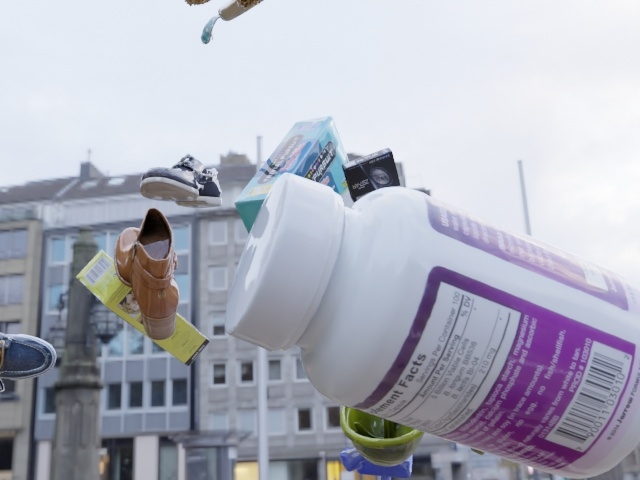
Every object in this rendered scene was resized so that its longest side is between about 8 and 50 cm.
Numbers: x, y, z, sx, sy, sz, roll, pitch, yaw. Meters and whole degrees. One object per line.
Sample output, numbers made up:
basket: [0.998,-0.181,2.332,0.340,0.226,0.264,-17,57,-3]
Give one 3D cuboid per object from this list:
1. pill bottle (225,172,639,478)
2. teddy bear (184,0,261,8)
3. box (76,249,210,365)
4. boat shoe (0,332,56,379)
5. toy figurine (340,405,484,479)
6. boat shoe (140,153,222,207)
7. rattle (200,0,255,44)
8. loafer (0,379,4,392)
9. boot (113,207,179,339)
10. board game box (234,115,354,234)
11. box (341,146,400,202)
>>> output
pill bottle: [0.089,0.059,0.617,0.301,0.169,0.169,21,-24,-13]
teddy bear: [-0.161,-0.489,1.305,0.338,0.245,0.113,13,-1,39]
box: [-0.264,0.107,1.237,0.087,0.058,0.232,34,-11,38]
boat shoe: [-0.454,0.156,1.107,0.183,0.065,0.083,10,-7,-19]
toy figurine: [0.111,0.214,0.949,0.191,0.217,0.362,10,23,3]
boat shoe: [-0.192,-0.086,1.129,0.075,0.065,0.206,-2,-5,14]
rattle: [-0.171,-0.453,1.450,0.199,0.130,0.143,-12,-44,43]
loafer: [-0.616,0.215,1.461,0.078,0.080,0.220,-32,-36,-16]
boot: [-0.223,0.013,1.057,0.073,0.197,0.152,-14,-41,-22]
board game box: [0.000,0.000,1.381,0.079,0.254,0.336,-5,-56,29]
box: [0.082,-0.105,1.316,0.083,0.018,0.067,-20,-57,-5]
